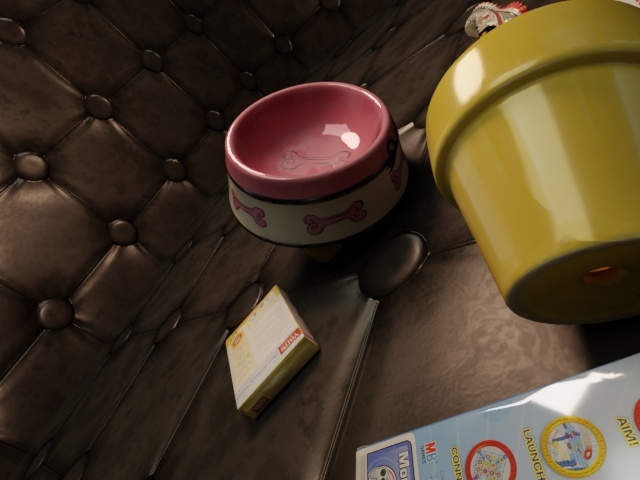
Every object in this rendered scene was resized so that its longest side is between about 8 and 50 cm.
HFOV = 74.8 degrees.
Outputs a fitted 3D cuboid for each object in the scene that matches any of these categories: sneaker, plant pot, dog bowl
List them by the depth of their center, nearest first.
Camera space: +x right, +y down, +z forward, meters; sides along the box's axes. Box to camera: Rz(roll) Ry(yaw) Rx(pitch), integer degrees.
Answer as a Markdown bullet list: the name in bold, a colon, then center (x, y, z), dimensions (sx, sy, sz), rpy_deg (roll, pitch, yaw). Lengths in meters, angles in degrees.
- **plant pot**: center (0.247, -0.057, 0.420), dimensions (0.254, 0.254, 0.239), rpy_deg (-29, 45, 37)
- **dog bowl**: center (-0.018, -0.184, 0.892), dimensions (0.408, 0.150, 0.408), rpy_deg (-6, 48, 6)
- **plant pot**: center (0.000, 0.000, 0.915), dimensions (0.081, 0.083, 0.081), rpy_deg (-45, 24, 5)
- **sneaker**: center (0.409, -0.515, 1.015), dimensions (0.093, 0.088, 0.225), rpy_deg (-45, 24, 10)

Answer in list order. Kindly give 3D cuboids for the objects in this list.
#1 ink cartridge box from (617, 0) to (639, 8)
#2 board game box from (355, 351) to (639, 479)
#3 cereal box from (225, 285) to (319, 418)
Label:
- **ink cartridge box**: center (0.507, -0.287, 0.458), dimensions (0.289, 0.121, 0.211), rpy_deg (-27, 31, 39)
- **board game box**: center (0.160, 0.255, 0.255), dimensions (0.302, 0.086, 0.308), rpy_deg (-34, 27, 28)
- **cereal box**: center (-0.106, 0.205, 0.824), dimensions (0.173, 0.047, 0.240), rpy_deg (-47, 24, 1)
